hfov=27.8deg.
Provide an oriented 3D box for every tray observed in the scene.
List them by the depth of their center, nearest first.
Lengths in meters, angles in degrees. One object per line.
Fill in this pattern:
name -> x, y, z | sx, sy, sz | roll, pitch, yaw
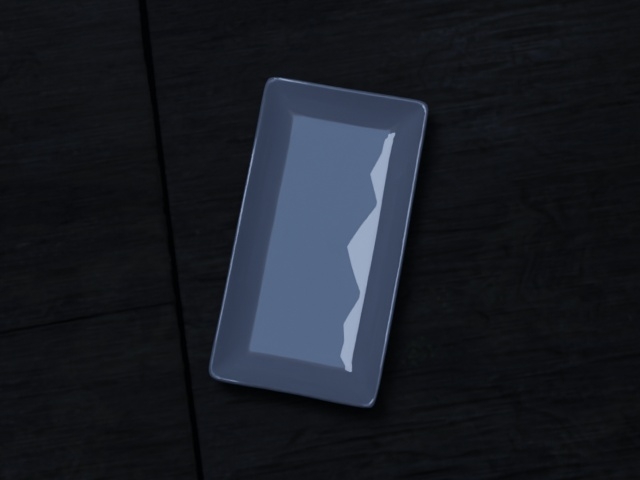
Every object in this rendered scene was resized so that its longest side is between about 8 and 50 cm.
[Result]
tray -> 0.000, 0.000, 1.107 | 0.145, 0.030, 0.270 | 10, 79, 3
